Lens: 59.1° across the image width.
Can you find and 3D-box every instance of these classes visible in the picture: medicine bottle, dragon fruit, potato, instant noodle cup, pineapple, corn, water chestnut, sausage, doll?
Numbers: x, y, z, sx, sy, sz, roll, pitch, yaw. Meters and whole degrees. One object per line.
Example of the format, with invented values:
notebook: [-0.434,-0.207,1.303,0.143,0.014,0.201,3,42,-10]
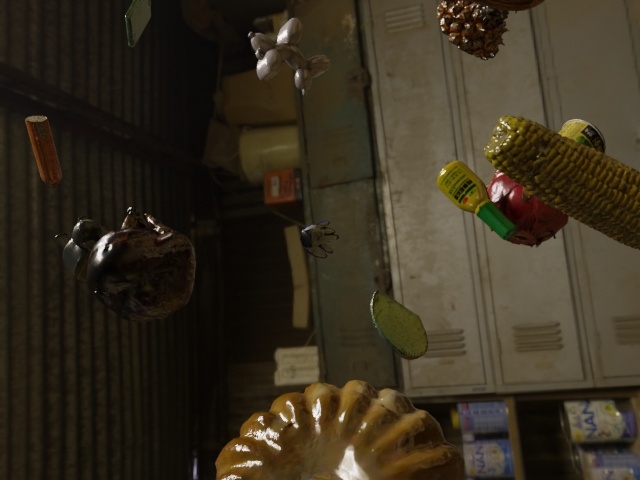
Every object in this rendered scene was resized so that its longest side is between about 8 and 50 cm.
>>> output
medicine bottle: [0.411,-0.101,1.474,0.064,0.095,0.260,11,-146,-52]
dragon fruit: [0.572,-0.109,1.566,0.252,0.241,0.241,-47,-42,-30]
potato: [0.194,0.222,1.459,0.119,0.198,0.054,-41,-9,-29]
instant noodle cup: [0.731,-0.261,1.649,0.151,0.122,0.151,50,167,16]
pineapple: [0.530,-0.734,1.710,0.271,0.262,0.262,-43,40,52]
corn: [0.441,-0.091,0.930,0.120,0.363,0.120,-59,-2,-3]
water chestnut: [-0.448,0.067,1.422,0.289,0.289,0.244,70,-145,-45]
sausage: [-0.395,-0.124,0.811,0.031,0.031,0.107,-72,-18,-61]
doll: [-0.068,-0.364,1.122,0.161,0.059,0.160,48,-129,-20]

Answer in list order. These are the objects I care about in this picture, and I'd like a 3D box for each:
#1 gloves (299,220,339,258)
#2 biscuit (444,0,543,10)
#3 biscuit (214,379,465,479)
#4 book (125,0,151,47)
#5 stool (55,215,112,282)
gloves: [0.000,0.000,0.975,0.086,0.026,0.064,-16,-81,-49]
biscuit: [0.383,-0.642,1.045,0.350,0.455,0.078,39,-151,-12]
biscuit: [0.010,0.299,0.635,0.107,0.325,0.326,71,-162,-45]
book: [-0.421,-0.522,1.307,0.103,0.017,0.135,-68,10,-14]
stool: [-0.630,0.008,1.559,0.153,0.139,0.228,-22,-29,-47]
